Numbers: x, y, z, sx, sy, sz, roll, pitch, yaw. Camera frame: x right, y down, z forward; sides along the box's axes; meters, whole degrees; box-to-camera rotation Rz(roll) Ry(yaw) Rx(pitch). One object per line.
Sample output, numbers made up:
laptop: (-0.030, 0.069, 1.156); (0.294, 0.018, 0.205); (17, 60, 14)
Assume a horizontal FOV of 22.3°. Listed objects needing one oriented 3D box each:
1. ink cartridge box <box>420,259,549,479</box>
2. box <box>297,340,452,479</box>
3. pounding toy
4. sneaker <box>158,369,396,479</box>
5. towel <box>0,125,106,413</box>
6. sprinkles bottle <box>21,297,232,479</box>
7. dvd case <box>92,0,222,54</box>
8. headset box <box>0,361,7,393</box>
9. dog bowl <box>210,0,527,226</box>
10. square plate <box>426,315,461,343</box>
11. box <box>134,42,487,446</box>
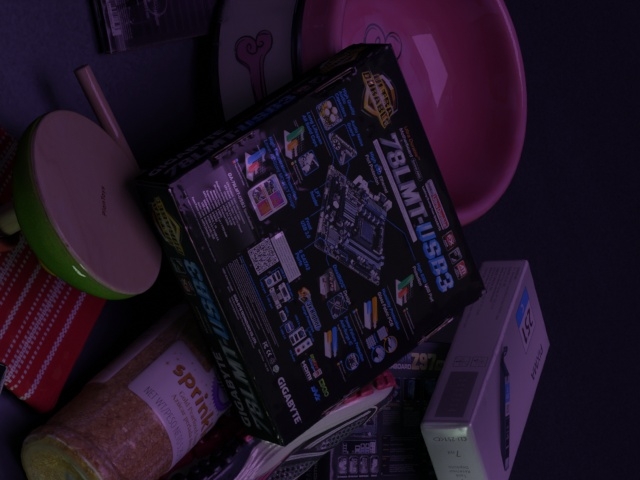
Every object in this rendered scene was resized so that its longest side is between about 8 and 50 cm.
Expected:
ink cartridge box: (0.209, 0.212, 1.903); (0.296, 0.066, 0.261); (-63, 144, -48)
box: (0.069, 0.201, 1.819); (0.232, 0.059, 0.183); (6, 84, -47)
pounding toy: (-0.238, -0.029, 1.497); (0.183, 0.110, 0.237); (55, 23, -22)
sneaker: (-0.052, 0.216, 1.673); (0.299, 0.121, 0.112); (-31, 121, -10)
towel: (-0.301, 0.012, 1.503); (0.275, 0.031, 0.199); (46, 55, -36)
sprinkles bottle: (-0.139, 0.136, 1.613); (0.355, 0.121, 0.121); (-43, 119, -40)
dvd case: (-0.159, -0.291, 1.688); (0.221, 0.018, 0.164); (-20, 103, -48)
headset box: (-0.418, 0.085, 1.188); (0.246, 0.283, 0.131); (23, 87, -45)
dog bowl: (0.074, -0.175, 1.805); (0.408, 0.150, 0.408); (9, 77, -47)
square plate: (0.082, 0.219, 1.915); (0.344, 0.049, 0.347); (51, 53, -33)
box: (0.000, 0.000, 1.584); (0.293, 0.073, 0.295); (-36, 115, -30)
